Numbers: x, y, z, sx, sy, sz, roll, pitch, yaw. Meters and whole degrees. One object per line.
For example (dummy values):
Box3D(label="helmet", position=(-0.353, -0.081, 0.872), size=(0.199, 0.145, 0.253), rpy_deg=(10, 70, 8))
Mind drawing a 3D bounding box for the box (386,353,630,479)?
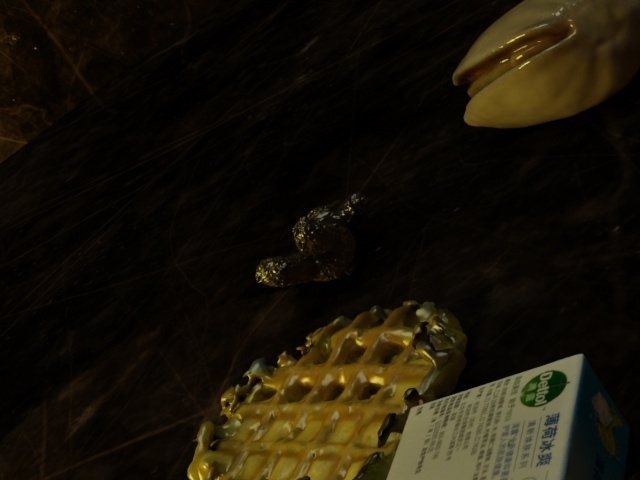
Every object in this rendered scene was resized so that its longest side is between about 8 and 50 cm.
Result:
Box3D(label="box", position=(0.104, 0.173, 0.751), size=(0.139, 0.073, 0.194), rpy_deg=(-22, 25, 32))

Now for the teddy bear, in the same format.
Box3D(label="teddy bear", position=(0.006, 0.006, 1.257), size=(0.119, 0.078, 0.160), rpy_deg=(-51, -3, 23))

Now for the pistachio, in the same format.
Box3D(label="pistachio", position=(0.229, -0.181, 1.236), size=(0.223, 0.126, 0.152), rpy_deg=(-25, -10, 38))

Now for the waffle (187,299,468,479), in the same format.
Box3D(label="waffle", position=(0.004, 0.144, 0.981), size=(0.262, 0.060, 0.280), rpy_deg=(-34, 22, 6))
